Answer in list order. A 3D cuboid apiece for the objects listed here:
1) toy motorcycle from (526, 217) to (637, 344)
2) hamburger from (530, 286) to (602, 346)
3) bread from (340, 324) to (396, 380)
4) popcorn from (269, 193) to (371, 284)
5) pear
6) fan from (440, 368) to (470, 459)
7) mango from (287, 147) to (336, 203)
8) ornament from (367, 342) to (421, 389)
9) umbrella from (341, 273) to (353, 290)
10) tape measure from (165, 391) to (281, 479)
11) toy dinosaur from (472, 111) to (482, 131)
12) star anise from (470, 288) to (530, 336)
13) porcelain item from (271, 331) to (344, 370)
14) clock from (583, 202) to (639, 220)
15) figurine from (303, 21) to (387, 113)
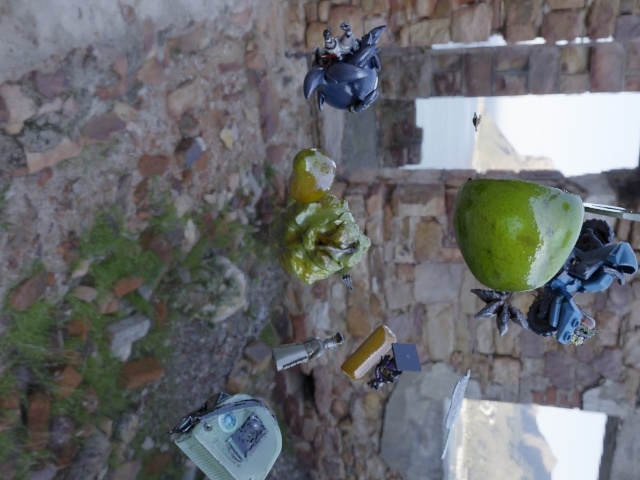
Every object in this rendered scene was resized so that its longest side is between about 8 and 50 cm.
[{"bbox_3d":[0.809,0.130,1.858,0.172,0.232,0.416,30,92,-37],"label":"toy motorcycle"},{"bbox_3d":[0.827,0.264,2.070,0.261,0.243,0.139,23,111,-42],"label":"hamburger"},{"bbox_3d":[0.181,0.423,2.236,0.092,0.239,0.074,41,4,-34],"label":"bread"},{"bbox_3d":[-0.002,0.002,1.716,0.225,0.276,0.277,3,89,-36],"label":"popcorn"},{"bbox_3d":[0.404,-0.008,1.316,0.139,0.287,0.239,12,88,-61],"label":"pear"},{"bbox_3d":[0.314,0.421,1.430,0.152,0.008,0.227,-11,115,-62],"label":"fan"},{"bbox_3d":[-0.024,-0.167,1.529,0.099,0.136,0.227,55,-9,16],"label":"mango"},{"bbox_3d":[0.200,0.362,1.685,0.203,0.081,0.088,119,-30,-49],"label":"ornament"},{"bbox_3d":[0.085,0.124,1.796,0.020,0.031,0.083,-109,175,-49],"label":"umbrella"},{"bbox_3d":[-0.199,0.433,1.367,0.235,0.115,0.207,49,44,-9],"label":"tape measure"},{"bbox_3d":[0.466,-0.363,1.798,0.113,0.026,0.041,60,42,-64],"label":"toy dinosaur"},{"bbox_3d":[0.560,0.197,1.878,0.063,0.171,0.208,78,11,-69],"label":"star anise"},{"bbox_3d":[-0.035,0.321,1.771,0.054,0.213,0.084,89,-18,-48],"label":"porcelain item"},{"bbox_3d":[1.028,-0.100,2.137,0.235,0.234,0.029,-26,124,-72],"label":"clock"},{"bbox_3d":[0.054,-0.384,1.350,0.265,0.175,0.197,-60,155,-69],"label":"figurine"}]
